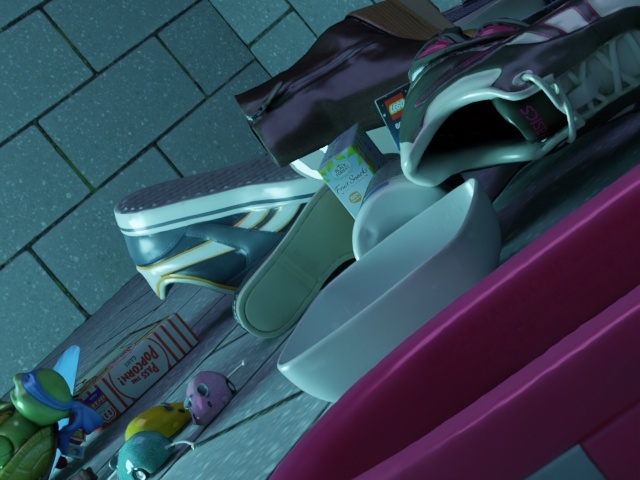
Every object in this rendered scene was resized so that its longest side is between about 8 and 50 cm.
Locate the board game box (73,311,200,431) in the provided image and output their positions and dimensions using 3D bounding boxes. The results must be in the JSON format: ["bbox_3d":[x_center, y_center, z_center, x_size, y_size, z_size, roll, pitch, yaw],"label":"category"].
[{"bbox_3d":[-0.229,0.154,1.530,0.147,0.045,0.193,-43,8,-24],"label":"board game box"}]

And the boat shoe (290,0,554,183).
[{"bbox_3d":[0.126,-0.163,1.368,0.340,0.127,0.158,-21,10,28],"label":"boat shoe"}]

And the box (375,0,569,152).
[{"bbox_3d":[0.172,-0.139,0.987,0.233,0.044,0.159,-27,-3,26],"label":"box"}]

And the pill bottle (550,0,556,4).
[{"bbox_3d":[0.230,-0.182,1.163,0.065,0.065,0.116,-40,8,2],"label":"pill bottle"}]

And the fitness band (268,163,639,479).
[{"bbox_3d":[0.097,0.038,0.531,0.291,0.054,0.209,-37,7,14],"label":"fitness band"}]

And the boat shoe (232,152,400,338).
[{"bbox_3d":[0.000,0.000,1.189,0.206,0.075,0.065,-46,11,-9],"label":"boat shoe"}]

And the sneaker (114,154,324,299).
[{"bbox_3d":[-0.056,-0.022,1.495,0.321,0.128,0.126,-13,20,12],"label":"sneaker"}]

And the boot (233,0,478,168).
[{"bbox_3d":[0.053,-0.114,1.190,0.206,0.090,0.248,-33,40,-6],"label":"boot"}]

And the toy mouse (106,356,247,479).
[{"bbox_3d":[-0.118,0.144,1.067,0.161,0.031,0.143,-41,7,-9],"label":"toy mouse"}]

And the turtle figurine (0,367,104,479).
[{"bbox_3d":[-0.352,0.192,1.174,0.266,0.274,0.198,-61,36,12],"label":"turtle figurine"}]

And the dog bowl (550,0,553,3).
[{"bbox_3d":[0.281,-0.288,1.528,0.166,0.074,0.297,-41,8,-9],"label":"dog bowl"}]

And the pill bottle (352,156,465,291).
[{"bbox_3d":[0.065,-0.016,0.928,0.078,0.078,0.137,-38,8,14],"label":"pill bottle"}]

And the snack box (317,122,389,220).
[{"bbox_3d":[0.044,-0.037,1.072,0.037,0.100,0.141,-38,7,10],"label":"snack box"}]

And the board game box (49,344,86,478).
[{"bbox_3d":[-0.262,0.193,1.382,0.133,0.033,0.169,-50,28,41],"label":"board game box"}]

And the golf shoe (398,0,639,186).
[{"bbox_3d":[0.168,-0.103,0.822,0.272,0.105,0.120,-24,25,33],"label":"golf shoe"}]

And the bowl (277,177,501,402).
[{"bbox_3d":[0.049,0.036,0.794,0.142,0.053,0.142,-36,8,21],"label":"bowl"}]
